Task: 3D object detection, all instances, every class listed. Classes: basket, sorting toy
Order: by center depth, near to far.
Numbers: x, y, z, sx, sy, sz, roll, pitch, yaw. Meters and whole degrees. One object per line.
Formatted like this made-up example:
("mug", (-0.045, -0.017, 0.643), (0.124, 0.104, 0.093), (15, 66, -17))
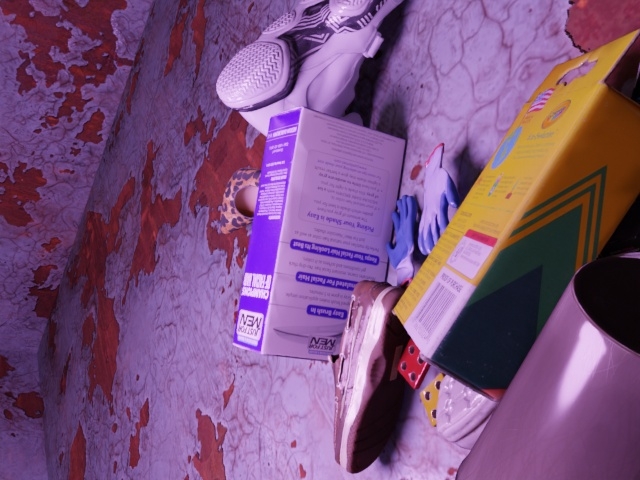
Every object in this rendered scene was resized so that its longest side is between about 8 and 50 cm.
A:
("basket", (0.206, 0.140, 0.497), (0.204, 0.154, 0.227), (46, 138, 45))
("sorting toy", (0.182, 0.084, 0.834), (0.132, 0.046, 0.275), (43, 116, 55))

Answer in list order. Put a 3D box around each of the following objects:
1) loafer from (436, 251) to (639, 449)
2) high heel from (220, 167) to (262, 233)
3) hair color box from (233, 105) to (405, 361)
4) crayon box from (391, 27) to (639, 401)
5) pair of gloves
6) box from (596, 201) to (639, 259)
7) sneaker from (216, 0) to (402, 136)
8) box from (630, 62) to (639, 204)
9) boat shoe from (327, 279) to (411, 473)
("loafer", (0.227, 0.119, 0.667), (0.319, 0.111, 0.112), (126, 163, -51))
("high heel", (-0.108, -0.061, 1.306), (0.261, 0.093, 0.186), (-48, 35, 27))
("hair color box", (0.000, 0.000, 1.027), (0.110, 0.185, 0.339), (-2, 78, 59))
("crayon box", (0.196, -0.026, 0.669), (0.319, 0.081, 0.202), (-58, 4, 5))
("pair of gloves", (0.131, -0.021, 0.933), (0.198, 0.023, 0.159), (119, 160, -50))
("box", (0.288, 0.015, 0.632), (0.052, 0.083, 0.062), (-24, 20, 53))
("sneaker", (0.030, -0.278, 1.131), (0.365, 0.210, 0.137), (-39, 38, -2))
("box", (0.363, -0.100, 0.598), (0.220, 0.051, 0.175), (18, 96, 59))
("boat shoe", (0.056, 0.175, 0.943), (0.095, 0.095, 0.258), (23, 102, 42))
